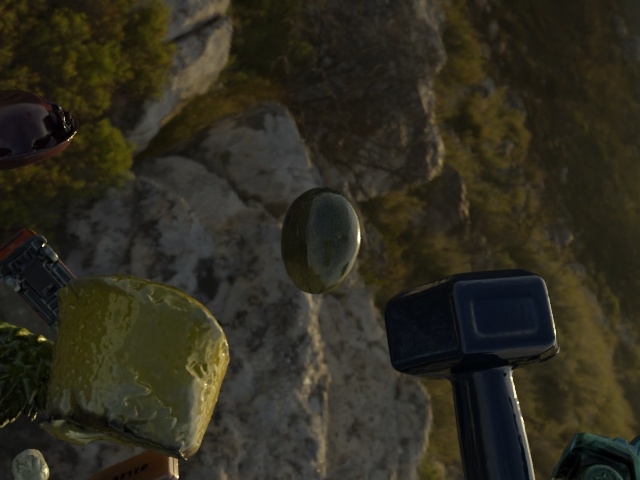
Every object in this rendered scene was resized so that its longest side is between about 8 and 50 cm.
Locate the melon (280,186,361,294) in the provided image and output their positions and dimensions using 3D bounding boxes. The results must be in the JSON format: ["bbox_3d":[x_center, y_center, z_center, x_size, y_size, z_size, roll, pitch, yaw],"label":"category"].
[{"bbox_3d":[0.000,0.000,1.069,0.098,0.098,0.130,-4,105,-53],"label":"melon"}]

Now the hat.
[{"bbox_3d":[-0.495,-0.189,1.417,0.205,0.205,0.089,-49,146,-47],"label":"hat"}]

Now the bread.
[{"bbox_3d":[-0.192,0.129,0.918,0.197,0.197,0.170,34,59,-42],"label":"bread"}]

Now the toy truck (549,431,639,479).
[{"bbox_3d":[0.461,0.362,1.223,0.156,0.279,0.155,-58,162,-34],"label":"toy truck"}]

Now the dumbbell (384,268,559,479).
[{"bbox_3d":[0.148,0.189,0.738,0.160,0.144,0.324,35,44,-67],"label":"dumbbell"}]

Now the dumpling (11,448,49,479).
[{"bbox_3d":[-0.498,0.395,1.524,0.057,0.052,0.076,53,51,-48],"label":"dumpling"}]

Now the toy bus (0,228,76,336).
[{"bbox_3d":[-0.371,0.064,1.215,0.079,0.077,0.174,-42,127,-12],"label":"toy bus"}]

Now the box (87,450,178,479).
[{"bbox_3d":[-0.217,0.273,1.019,0.025,0.115,0.048,53,18,-44],"label":"box"}]

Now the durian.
[{"bbox_3d":[-0.407,0.138,1.077,0.169,0.355,0.157,-25,112,-50],"label":"durian"}]
